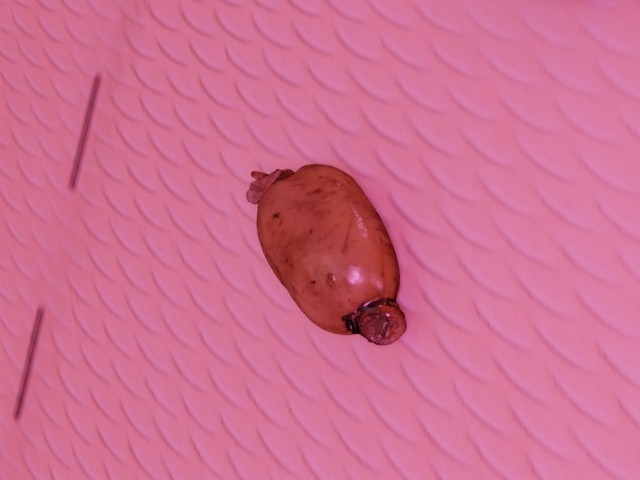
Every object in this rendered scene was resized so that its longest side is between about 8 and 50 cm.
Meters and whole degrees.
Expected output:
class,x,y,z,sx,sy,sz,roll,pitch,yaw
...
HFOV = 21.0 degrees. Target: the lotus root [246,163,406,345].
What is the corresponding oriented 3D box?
class,x,y,z,sx,sy,sz,roll,pitch,yaw
lotus root,0.000,0.000,0.965,0.152,0.063,0.072,49,127,42
